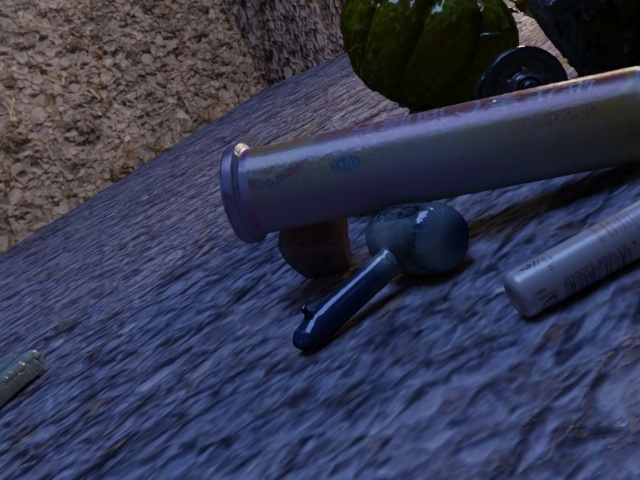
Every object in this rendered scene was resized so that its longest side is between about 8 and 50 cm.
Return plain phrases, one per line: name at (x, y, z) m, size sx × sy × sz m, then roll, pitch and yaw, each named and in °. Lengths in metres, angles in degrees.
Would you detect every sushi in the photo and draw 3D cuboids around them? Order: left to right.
sushi at (0.371, -0.301, 1.373) m, size 0.184 × 0.274 × 0.139 m, roll -29°, pitch 39°, yaw 13°

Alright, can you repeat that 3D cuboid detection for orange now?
orange at (0.162, -0.321, 1.720) m, size 0.300 × 0.223 × 0.301 m, roll 13°, pitch 19°, yaw -28°

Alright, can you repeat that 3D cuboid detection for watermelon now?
watermelon at (-0.002, -0.005, 1.185) m, size 0.092 × 0.084 × 0.072 m, roll -11°, pitch -7°, yaw -31°

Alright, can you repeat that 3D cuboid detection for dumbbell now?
dumbbell at (0.255, -0.197, 1.434) m, size 0.110 × 0.110 × 0.254 m, roll -26°, pitch 6°, yaw 2°

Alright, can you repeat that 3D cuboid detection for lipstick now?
lipstick at (0.206, 0.011, 0.813) m, size 0.141 × 0.040 × 0.040 m, roll -29°, pitch 13°, yaw -5°

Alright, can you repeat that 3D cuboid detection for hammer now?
hammer at (0.047, 0.036, 1.003) m, size 0.194 × 0.069 × 0.116 m, roll -40°, pitch 17°, yaw -20°

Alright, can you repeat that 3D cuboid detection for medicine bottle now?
medicine bottle at (0.114, -0.086, 1.081) m, size 0.426 × 0.108 × 0.108 m, roll -11°, pitch 17°, yaw 17°

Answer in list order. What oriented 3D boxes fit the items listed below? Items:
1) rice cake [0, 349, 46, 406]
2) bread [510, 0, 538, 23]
rice cake at (-0.438, 0.202, 1.343) m, size 0.124 × 0.038 × 0.211 m, roll -17°, pitch 15°, yaw 34°
bread at (0.417, -0.469, 1.707) m, size 0.264 × 0.167 × 0.163 m, roll -53°, pitch -21°, yaw 23°
